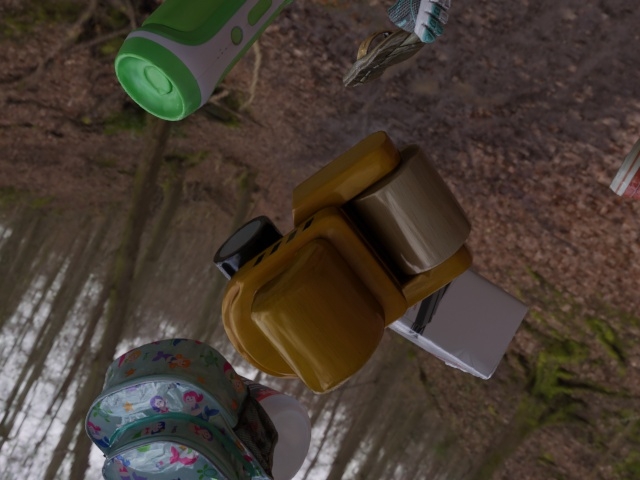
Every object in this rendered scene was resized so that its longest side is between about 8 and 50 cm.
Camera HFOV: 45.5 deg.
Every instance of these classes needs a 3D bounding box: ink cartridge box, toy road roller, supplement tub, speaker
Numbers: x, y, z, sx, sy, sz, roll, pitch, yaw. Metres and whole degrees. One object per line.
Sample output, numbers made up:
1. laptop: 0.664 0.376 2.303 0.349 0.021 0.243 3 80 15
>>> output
1. ink cartridge box: 0.160 0.086 1.484 0.395 0.166 0.285 33 175 -6
2. toy road roller: 0.032 0.043 0.939 0.202 0.329 0.240 52 -171 -18
3. supplement tub: -0.171 0.362 1.491 0.272 0.191 0.191 12 173 42
4. speaker: -0.137 -0.294 1.002 0.131 0.296 0.131 25 151 15

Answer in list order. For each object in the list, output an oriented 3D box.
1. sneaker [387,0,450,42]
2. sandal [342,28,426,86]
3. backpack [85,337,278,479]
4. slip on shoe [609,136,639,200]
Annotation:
1. sneaker: 0.129 -0.331 0.928 0.076 0.166 0.065 25 -170 27
2. sandal: 0.085 -0.276 1.112 0.072 0.049 0.180 -12 173 -31
3. backpack: -0.204 0.272 1.085 0.191 0.225 0.253 -74 -38 -62
4. slip on shoe: 0.591 -0.169 1.255 0.101 0.331 0.123 33 148 18
